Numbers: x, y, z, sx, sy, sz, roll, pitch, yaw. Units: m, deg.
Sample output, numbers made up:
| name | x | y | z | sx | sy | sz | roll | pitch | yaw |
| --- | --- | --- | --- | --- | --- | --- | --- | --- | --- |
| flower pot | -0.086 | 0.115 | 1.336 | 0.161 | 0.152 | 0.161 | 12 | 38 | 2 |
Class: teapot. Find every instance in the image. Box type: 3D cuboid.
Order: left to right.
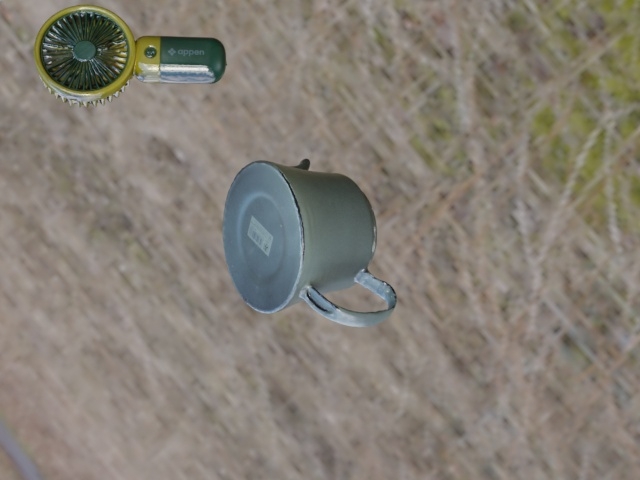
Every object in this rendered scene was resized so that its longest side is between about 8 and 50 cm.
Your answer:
| name | x | y | z | sx | sy | sz | roll | pitch | yaw |
| --- | --- | --- | --- | --- | --- | --- | --- | --- | --- |
| teapot | 0.000 | 0.000 | 1.677 | 0.239 | 0.149 | 0.162 | 58 | 136 | 34 |

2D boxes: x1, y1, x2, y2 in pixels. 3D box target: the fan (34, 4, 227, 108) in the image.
| name | x | y | z | sx | sy | sz | roll | pitch | yaw |
| --- | --- | --- | --- | --- | --- | --- | --- | --- | --- |
| fan | -0.153 | -0.145 | 1.265 | 0.039 | 0.155 | 0.082 | 103 | 168 | -71 |
